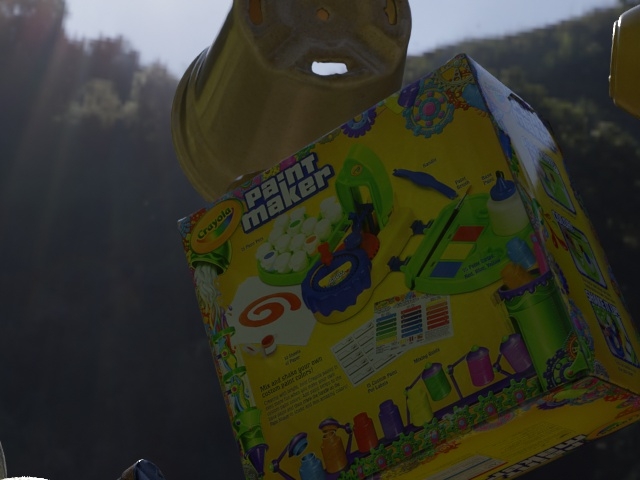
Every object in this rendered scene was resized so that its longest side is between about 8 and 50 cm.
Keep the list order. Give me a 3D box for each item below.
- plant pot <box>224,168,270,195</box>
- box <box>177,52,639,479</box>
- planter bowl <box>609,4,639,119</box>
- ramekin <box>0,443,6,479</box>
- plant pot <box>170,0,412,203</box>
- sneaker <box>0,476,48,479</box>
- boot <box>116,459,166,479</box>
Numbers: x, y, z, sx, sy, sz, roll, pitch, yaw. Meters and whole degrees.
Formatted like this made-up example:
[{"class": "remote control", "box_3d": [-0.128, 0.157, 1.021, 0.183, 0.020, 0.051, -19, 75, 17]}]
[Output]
[{"class": "plant pot", "box_3d": [0.000, 0.000, 1.557, 0.236, 0.032, 0.236, 15, -29, 8]}, {"class": "box", "box_3d": [0.075, 0.057, 1.125, 0.290, 0.279, 0.177, -29, -27, 23]}, {"class": "planter bowl", "box_3d": [0.414, -0.227, 1.766, 0.090, 0.217, 0.217, 4, -16, 13]}, {"class": "ramekin", "box_3d": [-0.379, 0.218, 1.192, 0.207, 0.207, 0.109, 8, 8, -5]}, {"class": "plant pot", "box_3d": [-0.018, -0.219, 1.820, 0.333, 0.334, 0.305, 8, -25, -7]}, {"class": "sneaker", "box_3d": [-0.156, 0.134, 0.523, 0.169, 0.071, 0.068, -18, -10, -4]}, {"class": "boot", "box_3d": [-0.219, 0.339, 1.483, 0.106, 0.219, 0.082, -35, -66, 19]}]
